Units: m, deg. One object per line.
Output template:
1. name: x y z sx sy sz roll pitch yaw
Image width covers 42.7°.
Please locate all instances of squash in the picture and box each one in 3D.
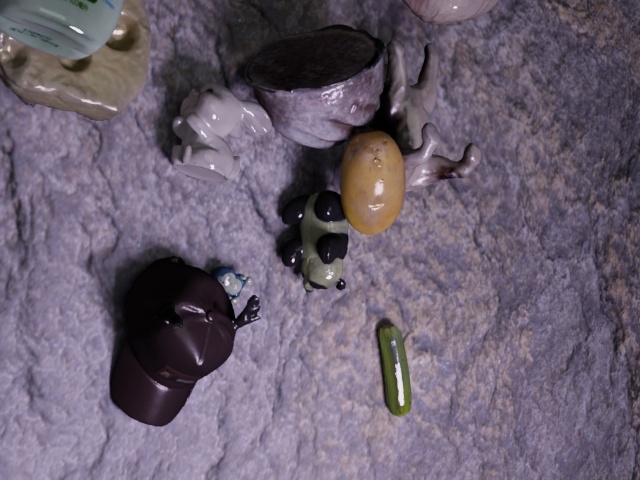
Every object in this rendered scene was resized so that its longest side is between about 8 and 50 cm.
1. squash: 0.183 0.318 2.001 0.066 0.066 0.229 -12 95 -36

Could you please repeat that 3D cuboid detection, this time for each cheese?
1. cheese: -0.458 -0.373 1.500 0.318 0.115 0.326 -34 108 -33

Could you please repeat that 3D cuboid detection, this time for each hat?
1. hat: -0.256 0.204 1.586 0.238 0.209 0.336 20 79 -38

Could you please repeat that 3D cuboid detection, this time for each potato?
1. potato: 0.112 -0.119 1.753 0.150 0.146 0.234 -13 115 -15

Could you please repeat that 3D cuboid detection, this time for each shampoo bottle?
1. shampoo bottle: -0.420 -0.495 1.372 0.221 0.151 0.350 19 74 -35

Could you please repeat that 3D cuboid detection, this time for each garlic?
1. garlic: 0.308 -0.658 1.996 0.317 0.259 0.318 19 45 -20

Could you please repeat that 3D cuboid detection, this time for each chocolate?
1. chocolate: 0.004 -0.304 1.760 0.303 0.303 0.213 -41 135 -30

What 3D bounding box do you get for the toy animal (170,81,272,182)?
1. toy animal: -0.213 -0.214 1.674 0.178 0.127 0.193 31 70 -35

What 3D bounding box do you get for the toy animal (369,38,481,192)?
1. toy animal: 0.167 -0.259 1.914 0.194 0.302 0.344 1 65 -42

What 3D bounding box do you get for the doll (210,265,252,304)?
1. doll: -0.197 0.093 1.729 0.083 0.050 0.076 30 90 -34

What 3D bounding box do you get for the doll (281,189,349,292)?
1. doll: 0.001 -0.002 1.824 0.135 0.143 0.234 13 76 -51
